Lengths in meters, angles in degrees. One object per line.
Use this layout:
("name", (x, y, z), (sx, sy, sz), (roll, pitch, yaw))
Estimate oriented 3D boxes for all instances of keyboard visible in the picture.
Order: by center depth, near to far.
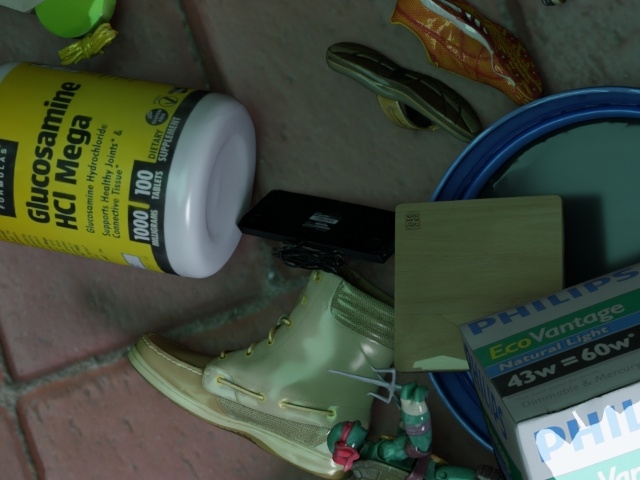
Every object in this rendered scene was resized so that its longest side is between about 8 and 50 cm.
("keyboard", (0.000, 0.000, 1.859), (0.192, 0.100, 0.038), (12, 132, 40))

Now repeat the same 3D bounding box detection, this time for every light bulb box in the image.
("light bulb box", (0.347, 0.210, 1.612), (0.358, 0.225, 0.361), (-19, 110, -2))

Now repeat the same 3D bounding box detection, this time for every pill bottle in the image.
("pill bottle", (-0.249, -0.079, 1.898), (0.334, 0.188, 0.188), (10, 97, 16))

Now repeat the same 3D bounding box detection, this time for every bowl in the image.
("bowl", (0.282, 0.046, 1.802), (0.391, 0.077, 0.391), (2, 96, 18))

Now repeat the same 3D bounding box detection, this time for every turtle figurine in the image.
("turtle figurine", (0.094, 0.202, 1.771), (0.234, 0.175, 0.118), (26, 83, -1))

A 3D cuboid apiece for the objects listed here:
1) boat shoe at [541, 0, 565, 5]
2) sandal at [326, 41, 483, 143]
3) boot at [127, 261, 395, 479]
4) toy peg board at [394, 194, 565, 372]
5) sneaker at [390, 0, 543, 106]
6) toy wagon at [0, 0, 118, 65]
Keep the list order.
("boat shoe", (0.195, -0.293, 1.821), (0.049, 0.056, 0.152), (-23, 78, 22))
("sandal", (0.081, -0.140, 1.860), (0.180, 0.072, 0.049), (28, 117, 14))
("boot", (-0.048, 0.100, 1.900), (0.262, 0.095, 0.203), (26, 102, 12))
("toy peg board", (0.157, 0.047, 1.773), (0.161, 0.079, 0.161), (-3, 79, 18))
("sneaker", (0.147, -0.187, 1.846), (0.175, 0.064, 0.067), (42, 127, 14))
("toy wagon", (-0.299, -0.341, 1.949), (0.267, 0.068, 0.344), (-27, 84, 17))
